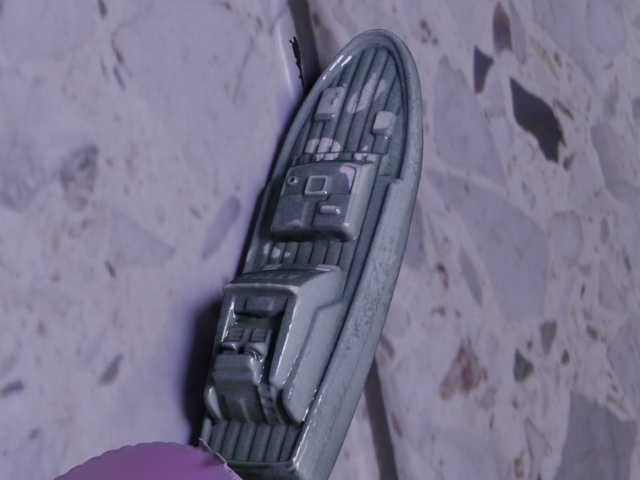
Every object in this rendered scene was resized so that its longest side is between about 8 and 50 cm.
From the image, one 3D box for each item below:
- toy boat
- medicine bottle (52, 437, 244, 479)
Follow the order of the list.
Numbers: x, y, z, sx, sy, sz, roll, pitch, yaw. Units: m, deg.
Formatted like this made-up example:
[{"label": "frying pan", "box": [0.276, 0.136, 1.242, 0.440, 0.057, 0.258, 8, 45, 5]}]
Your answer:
[{"label": "toy boat", "box": [0.000, 0.000, 0.891, 0.085, 0.078, 0.260, 57, 42, -48]}, {"label": "medicine bottle", "box": [-0.011, 0.227, 0.735, 0.291, 0.178, 0.178, 46, 47, -34]}]
